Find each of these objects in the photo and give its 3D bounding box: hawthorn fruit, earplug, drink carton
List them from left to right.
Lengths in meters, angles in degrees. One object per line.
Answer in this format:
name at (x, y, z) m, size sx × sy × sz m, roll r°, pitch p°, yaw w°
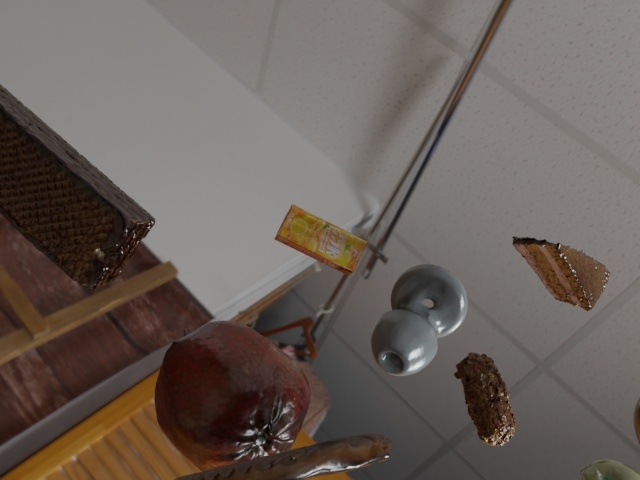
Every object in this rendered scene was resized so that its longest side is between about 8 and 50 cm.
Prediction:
hawthorn fruit at (-0.169, 0.250, 1.032) m, size 0.300 × 0.254 × 0.254 m, roll 48°, pitch -34°, yaw 42°
drink carton at (0.000, 0.000, 1.541) m, size 0.223 × 0.096 × 0.071 m, roll 26°, pitch -15°, yaw -4°
earplug at (0.263, 0.220, 1.603) m, size 0.214 × 0.325 × 0.175 m, roll 32°, pitch -9°, yaw 11°

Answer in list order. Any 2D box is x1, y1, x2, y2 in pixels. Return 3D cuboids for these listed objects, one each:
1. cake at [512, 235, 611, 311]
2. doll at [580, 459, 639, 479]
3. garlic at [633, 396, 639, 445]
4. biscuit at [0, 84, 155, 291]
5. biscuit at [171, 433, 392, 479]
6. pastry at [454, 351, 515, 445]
cake at (0.532, 0.066, 1.296) m, size 0.295 × 0.113 × 0.116 m, roll 29°, pitch -14°, yaw -37°
doll at (0.349, 0.340, 0.650) m, size 0.117 × 0.141 × 0.296 m, roll -32°, pitch -66°, yaw 26°
garlic at (0.576, 0.295, 0.886) m, size 0.245 × 0.145 × 0.164 m, roll 33°, pitch -70°, yaw -30°
biscuit at (-0.378, -0.097, 0.740) m, size 0.388 × 0.073 × 0.107 m, roll 39°, pitch -80°, yaw 11°
biscuit at (-0.064, 0.296, 0.745) m, size 0.318 × 0.318 × 0.040 m, roll -45°, pitch -128°, yaw 52°
pastry at (0.293, 0.279, 1.045) m, size 0.087 × 0.063 × 0.169 m, roll -26°, pitch -116°, yaw 18°
